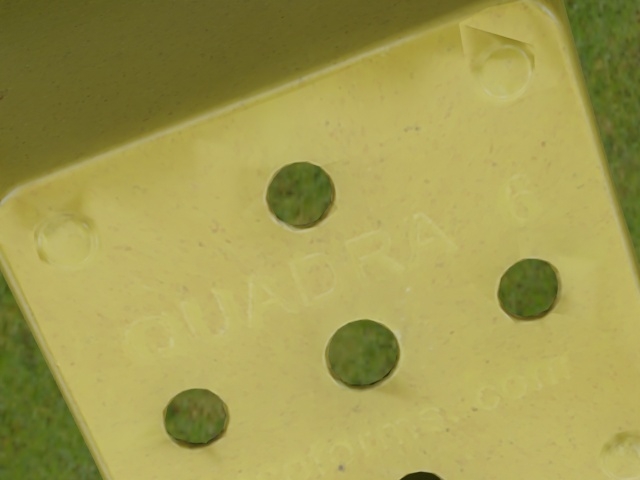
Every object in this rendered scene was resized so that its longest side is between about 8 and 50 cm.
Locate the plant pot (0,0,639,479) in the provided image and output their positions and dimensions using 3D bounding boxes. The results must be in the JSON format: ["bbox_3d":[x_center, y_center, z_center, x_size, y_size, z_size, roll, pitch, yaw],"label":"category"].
[{"bbox_3d":[0.000,0.000,0.409,0.212,0.187,0.212,-21,110,1],"label":"plant pot"}]
